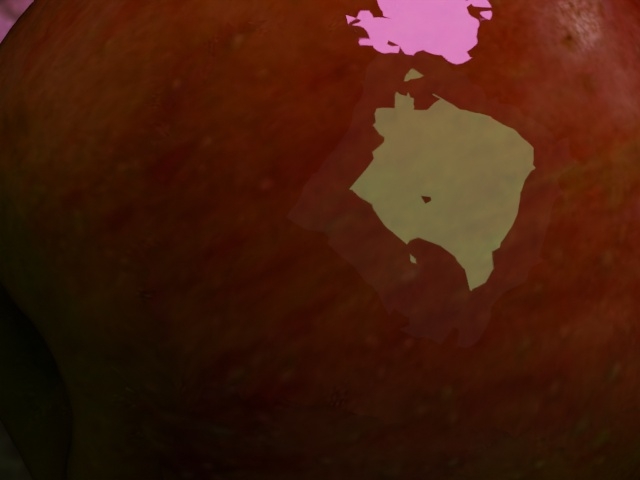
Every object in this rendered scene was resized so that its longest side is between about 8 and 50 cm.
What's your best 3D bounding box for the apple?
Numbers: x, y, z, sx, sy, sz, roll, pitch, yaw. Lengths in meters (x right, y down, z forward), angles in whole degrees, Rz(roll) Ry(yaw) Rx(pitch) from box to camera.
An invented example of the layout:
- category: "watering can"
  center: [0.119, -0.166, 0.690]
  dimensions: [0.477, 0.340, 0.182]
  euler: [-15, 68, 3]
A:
- category: "apple"
  center: [0.000, 0.000, 0.632]
  dimensions: [0.340, 0.339, 0.339]
  euler: [6, 77, -28]
